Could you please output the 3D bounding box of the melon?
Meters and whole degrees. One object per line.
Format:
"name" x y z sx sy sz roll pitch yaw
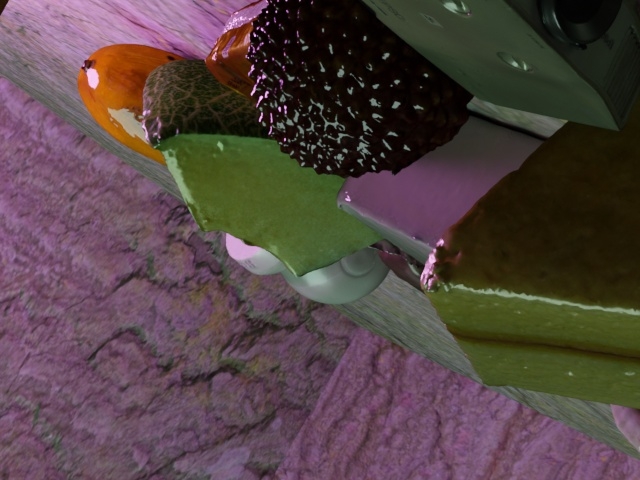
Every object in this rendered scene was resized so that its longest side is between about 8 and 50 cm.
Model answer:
"melon" -0.083 -0.106 1.724 0.331 0.226 0.343 9 -151 -21

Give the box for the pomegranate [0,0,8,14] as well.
"pomegranate" -0.454 -0.284 1.219 0.416 0.417 0.416 30 173 4

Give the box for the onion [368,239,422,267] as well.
"onion" 0.076 -0.055 1.870 0.250 0.111 0.247 11 -166 19

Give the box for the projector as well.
"projector" 0.103 -0.172 0.938 0.269 0.088 0.193 35 171 -40

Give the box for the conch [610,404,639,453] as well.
"conch" 0.416 0.143 1.530 0.186 0.324 0.263 -23 -147 -38

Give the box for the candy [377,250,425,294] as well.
"candy" 0.195 0.045 2.057 0.234 0.102 0.104 35 171 -25

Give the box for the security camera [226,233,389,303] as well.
"security camera" 0.000 0.000 2.228 0.236 0.194 0.194 31 174 -26

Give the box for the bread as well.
"bread" 0.295 0.089 1.105 0.361 0.245 0.233 43 174 36

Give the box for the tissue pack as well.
"tissue pack" -0.002 -0.165 1.438 0.183 0.092 0.226 33 171 -15

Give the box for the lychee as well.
"lychee" 0.027 -0.140 1.168 0.188 0.188 0.188 30 173 4

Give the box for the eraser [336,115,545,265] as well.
"eraser" 0.215 -0.002 1.464 0.331 0.150 0.331 32 175 3

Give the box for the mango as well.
"mango" -0.163 -0.157 1.985 0.359 0.144 0.187 26 -170 -20
